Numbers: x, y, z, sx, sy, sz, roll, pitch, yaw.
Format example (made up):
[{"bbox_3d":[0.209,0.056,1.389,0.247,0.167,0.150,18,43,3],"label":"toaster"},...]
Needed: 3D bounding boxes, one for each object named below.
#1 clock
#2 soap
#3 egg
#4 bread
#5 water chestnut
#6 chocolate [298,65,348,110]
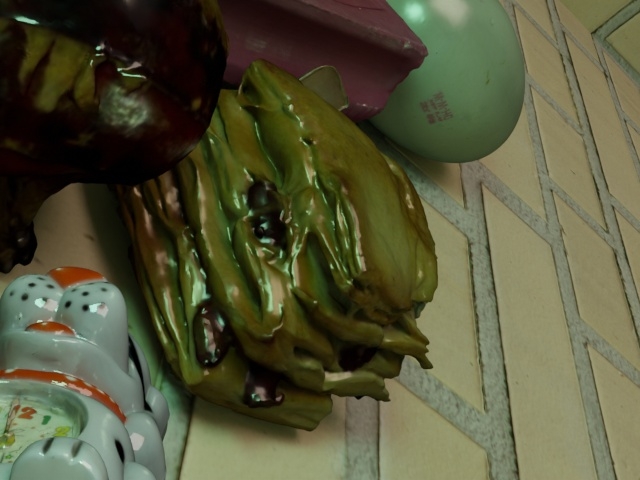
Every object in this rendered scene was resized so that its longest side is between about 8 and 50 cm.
[{"bbox_3d":[-0.162,0.123,0.652,0.189,0.189,0.254,45,22,-13],"label":"clock"},{"bbox_3d":[-0.078,-0.263,1.212,0.359,0.128,0.233,10,36,-45],"label":"soap"},{"bbox_3d":[0.156,-0.230,1.479,0.371,0.230,0.230,40,25,-53],"label":"egg"},{"bbox_3d":[0.000,0.000,1.012,0.370,0.191,0.314,16,43,-51],"label":"bread"},{"bbox_3d":[-0.220,-0.119,0.790,0.300,0.300,0.300,37,30,-26],"label":"water chestnut"},{"bbox_3d":[-0.021,-0.145,1.165,0.031,0.101,0.064,30,-25,50],"label":"chocolate"}]
